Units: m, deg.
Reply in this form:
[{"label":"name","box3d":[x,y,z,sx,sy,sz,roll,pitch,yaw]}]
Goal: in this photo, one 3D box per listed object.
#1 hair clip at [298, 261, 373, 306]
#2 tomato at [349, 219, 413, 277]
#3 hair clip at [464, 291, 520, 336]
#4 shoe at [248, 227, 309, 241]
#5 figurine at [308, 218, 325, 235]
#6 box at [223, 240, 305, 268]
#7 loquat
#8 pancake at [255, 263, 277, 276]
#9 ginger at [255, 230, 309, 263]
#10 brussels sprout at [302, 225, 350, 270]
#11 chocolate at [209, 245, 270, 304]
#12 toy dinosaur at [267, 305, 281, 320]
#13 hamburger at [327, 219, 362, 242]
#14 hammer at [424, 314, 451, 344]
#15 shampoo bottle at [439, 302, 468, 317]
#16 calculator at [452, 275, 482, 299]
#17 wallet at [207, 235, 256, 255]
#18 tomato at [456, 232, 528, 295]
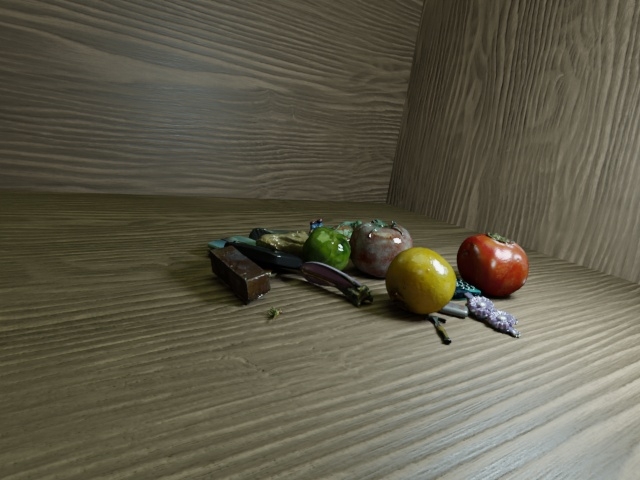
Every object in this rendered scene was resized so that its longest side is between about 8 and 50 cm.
[{"label":"hair clip","box3d":[0.051,0.169,1.733,0.358,0.095,0.110,26,-10,29]},{"label":"tomato","box3d":[0.297,0.033,2.044,0.316,0.282,0.317,5,16,-1]},{"label":"hair clip","box3d":[0.683,0.299,1.683,0.106,0.084,0.292,-18,29,-22]},{"label":"shoe","box3d":[-0.208,0.003,2.224,0.336,0.132,0.171,7,3,-4]},{"label":"figurine","box3d":[0.014,-0.006,2.217,0.127,0.185,0.234,-5,21,-11]},{"label":"box","box3d":[-0.243,0.067,1.841,0.290,0.073,0.289,13,-3,26]},{"label":"loquat","box3d":[0.383,0.162,1.648,0.275,0.275,0.275,8,15,-2]},{"label":"pancake","box3d":[-0.312,0.123,1.787,0.257,0.056,0.212,1,12,-28]},{"label":"ginger","box3d":[-0.148,0.029,2.064,0.354,0.190,0.126,5,-28,-23]},{"label":"brussels sprout","box3d":[0.038,0.045,1.954,0.219,0.210,0.271,35,28,5]},{"label":"chocolate","box3d":[-0.313,0.123,1.615,0.112,0.112,0.321,-20,32,-33]},{"label":"toy dinosaur","box3d":[-0.162,0.252,1.445,0.041,0.026,0.113,27,8,7]},{"label":"hamburger","box3d":[0.139,-0.001,2.403,0.260,0.150,0.276,-2,31,32]},{"label":"hammer","box3d":[0.445,0.325,1.530,0.078,0.021,0.201,8,15,-3]},{"label":"shampoo bottle","box3d":[0.522,0.277,1.721,0.165,0.040,0.080,13,17,13]},{"label":"calculator","box3d":[0.599,0.214,1.973,0.274,0.058,0.248,5,16,-19]},{"label":"wallet","box3d":[-0.411,0.039,2.025,0.176,0.075,0.250,17,17,26]},{"label":"tomato","box3d":[0.834,0.114,2.028,0.293,0.290,0.325,-1,19,-24]}]
